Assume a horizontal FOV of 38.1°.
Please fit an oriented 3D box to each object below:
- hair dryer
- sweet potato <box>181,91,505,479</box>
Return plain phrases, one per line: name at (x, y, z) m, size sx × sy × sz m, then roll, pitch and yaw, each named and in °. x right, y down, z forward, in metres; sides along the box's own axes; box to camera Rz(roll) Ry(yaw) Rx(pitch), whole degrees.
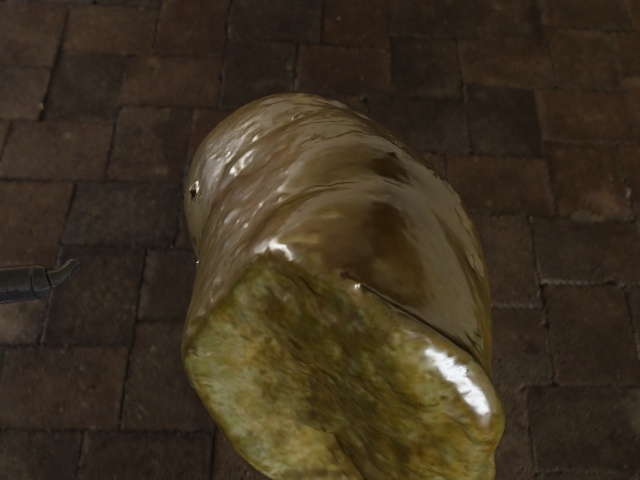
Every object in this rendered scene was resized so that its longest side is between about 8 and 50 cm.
hair dryer at (-0.343, 0.052, 0.866) m, size 0.271 × 0.235 × 0.091 m, roll -2°, pitch 85°, yaw -46°
sweet potato at (0.000, 0.000, 0.501) m, size 0.157 × 0.158 × 0.370 m, roll -2°, pitch 28°, yaw -6°
